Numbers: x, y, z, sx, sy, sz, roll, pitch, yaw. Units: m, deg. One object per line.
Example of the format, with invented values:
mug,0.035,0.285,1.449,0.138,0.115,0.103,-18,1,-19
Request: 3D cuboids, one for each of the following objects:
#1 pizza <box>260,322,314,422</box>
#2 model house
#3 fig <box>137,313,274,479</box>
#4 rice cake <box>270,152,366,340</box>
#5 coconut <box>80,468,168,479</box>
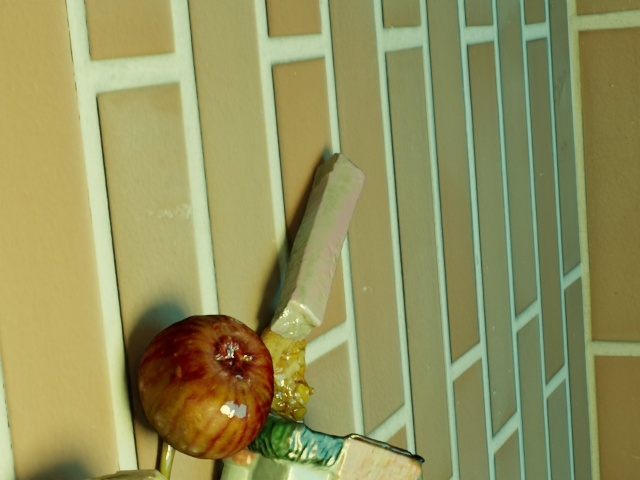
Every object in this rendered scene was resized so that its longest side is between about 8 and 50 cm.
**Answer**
pizza,-0.052,0.193,1.835,0.182,0.062,0.161,-33,119,-62
model house,-0.027,0.379,1.704,0.253,0.184,0.291,25,72,-34
fig,-0.151,0.189,1.551,0.175,0.207,0.175,17,51,-23
rice cake,0.000,0.000,1.902,0.072,0.056,0.365,38,42,-19
coconut,-0.213,0.345,1.326,0.241,0.241,0.241,0,90,-65
